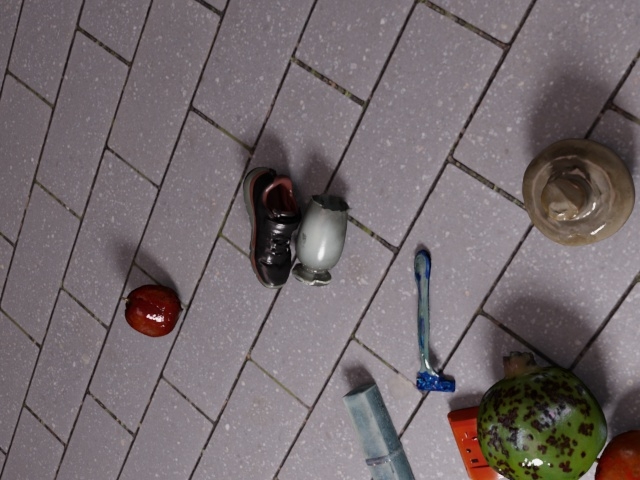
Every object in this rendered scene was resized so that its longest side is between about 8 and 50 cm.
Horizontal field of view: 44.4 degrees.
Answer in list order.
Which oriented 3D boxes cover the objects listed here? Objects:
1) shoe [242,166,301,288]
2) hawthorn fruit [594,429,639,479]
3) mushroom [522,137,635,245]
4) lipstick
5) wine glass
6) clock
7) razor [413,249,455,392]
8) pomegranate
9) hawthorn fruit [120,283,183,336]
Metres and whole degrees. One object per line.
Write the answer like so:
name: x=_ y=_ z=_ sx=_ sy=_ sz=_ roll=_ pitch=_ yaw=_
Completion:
shoe: x=-0.098 y=-0.032 z=1.832 sx=0.137 sy=0.114 sz=0.290 roll=-3 pitch=95 yaw=53
hawthorn fruit: x=0.602 y=0.442 z=1.489 sx=0.200 sy=0.179 sz=0.179 roll=17 pitch=110 yaw=43
mushroom: x=0.462 y=-0.083 z=1.431 sx=0.204 sy=0.204 sz=0.204 roll=8 pitch=105 yaw=31
lipstick: x=0.141 y=0.480 z=1.838 sx=0.076 sy=0.077 sz=0.289 roll=-22 pitch=88 yaw=35
wine glass: x=0.000 y=0.000 z=1.794 sx=0.111 sy=0.111 sz=0.204 roll=27 pitch=115 yaw=25
clock: x=0.349 y=0.445 z=1.711 sx=0.113 sy=0.061 sz=0.155 roll=-19 pitch=93 yaw=33
razor: x=0.233 y=0.182 z=1.725 sx=0.093 sy=0.056 sz=0.324 roll=-1 pitch=100 yaw=34
pomegranate: x=0.426 y=0.347 z=1.535 sx=0.254 sy=0.254 sz=0.270 roll=-19 pitch=78 yaw=34
hawthorn fruit: x=-0.459 y=0.183 z=2.096 sx=0.148 sy=0.172 sz=0.148 roll=-27 pitch=54 yaw=44
